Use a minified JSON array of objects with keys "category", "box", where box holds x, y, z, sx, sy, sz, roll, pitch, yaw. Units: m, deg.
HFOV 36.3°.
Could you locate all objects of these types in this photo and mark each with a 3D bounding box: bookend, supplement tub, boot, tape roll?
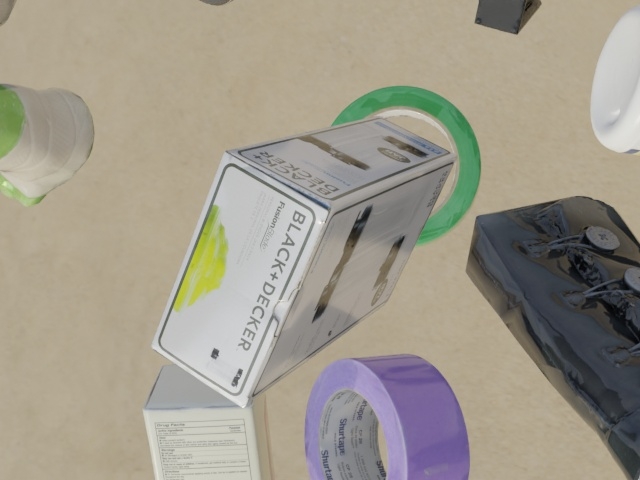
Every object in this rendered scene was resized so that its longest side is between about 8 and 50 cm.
[{"category":"bookend","box":[0.309,-0.423,1.517,0.072,0.157,0.156,19,125,16]},{"category":"supplement tub","box":[0.602,-0.225,1.496,0.228,0.316,0.228,-171,90,-84]},{"category":"boot","box":[0.395,0.122,1.024,0.445,0.366,0.146,-120,41,-53]},{"category":"tape roll","box":[0.064,0.213,1.010,0.189,0.080,0.189,1,91,59]},{"category":"tape roll","box":[0.159,-0.143,1.946,0.321,0.077,0.321,-1,87,10]}]

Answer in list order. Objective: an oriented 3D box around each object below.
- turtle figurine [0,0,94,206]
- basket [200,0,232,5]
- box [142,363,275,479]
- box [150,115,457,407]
[{"category":"turtle figurine","box":[-0.242,-0.053,0.381,0.197,0.266,0.275,31,108,22]},{"category":"basket","box":[-0.074,-0.394,1.171,0.154,0.227,0.204,36,148,14]},{"category":"box","box":[-0.147,0.297,1.353,0.148,0.127,0.232,-3,111,4]},{"category":"box","box":[0.000,0.000,0.788,0.087,0.290,0.169,30,113,16]}]
